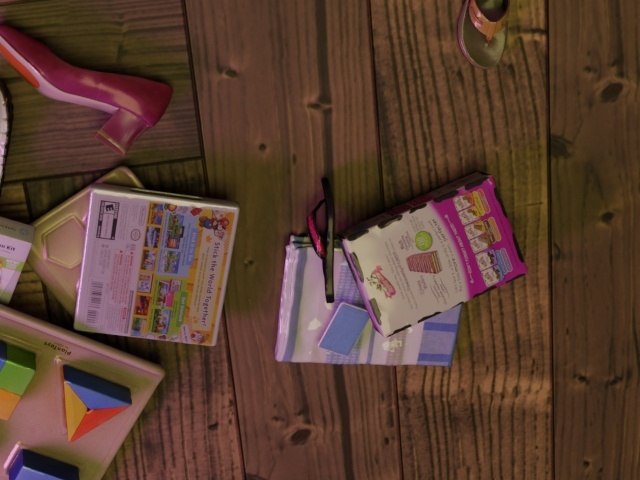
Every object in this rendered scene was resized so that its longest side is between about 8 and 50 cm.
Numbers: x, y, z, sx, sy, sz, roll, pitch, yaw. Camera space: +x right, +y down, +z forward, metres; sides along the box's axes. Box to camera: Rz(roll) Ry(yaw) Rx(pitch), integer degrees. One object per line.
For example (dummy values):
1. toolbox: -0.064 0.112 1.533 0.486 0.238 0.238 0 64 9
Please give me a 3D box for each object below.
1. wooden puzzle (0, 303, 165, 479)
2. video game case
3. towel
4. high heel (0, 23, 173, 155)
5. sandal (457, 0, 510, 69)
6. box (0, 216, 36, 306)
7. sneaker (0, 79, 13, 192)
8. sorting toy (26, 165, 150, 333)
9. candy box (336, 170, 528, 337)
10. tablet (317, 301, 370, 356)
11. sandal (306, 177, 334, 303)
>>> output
1. wooden puzzle: -0.437 0.271 1.983 0.322 0.080 0.348 24 113 -24
2. video game case: -0.232 0.037 1.927 0.206 0.026 0.227 8 115 -9
3. towel: 0.077 0.097 2.042 0.285 0.034 0.209 3 114 -11
4. high heel: -0.315 -0.230 1.821 0.244 0.082 0.117 39 75 -10
5. sandal: 0.233 -0.320 1.870 0.072 0.049 0.180 6 113 -12
6. box: -0.487 0.034 1.886 0.145 0.038 0.186 18 130 -17
7. sneaker: -0.465 -0.120 1.830 0.094 0.081 0.208 11 112 -12
8. sorting toy: -0.304 0.013 1.944 0.208 0.038 0.193 -30 115 10
9. candy box: 0.160 0.018 1.966 0.233 0.071 0.159 -23 101 -7
10. tablet: 0.036 0.132 2.030 0.054 0.006 0.083 20 112 -20
11. sandal: 0.000 0.000 1.942 0.040 0.067 0.179 0 90 1
